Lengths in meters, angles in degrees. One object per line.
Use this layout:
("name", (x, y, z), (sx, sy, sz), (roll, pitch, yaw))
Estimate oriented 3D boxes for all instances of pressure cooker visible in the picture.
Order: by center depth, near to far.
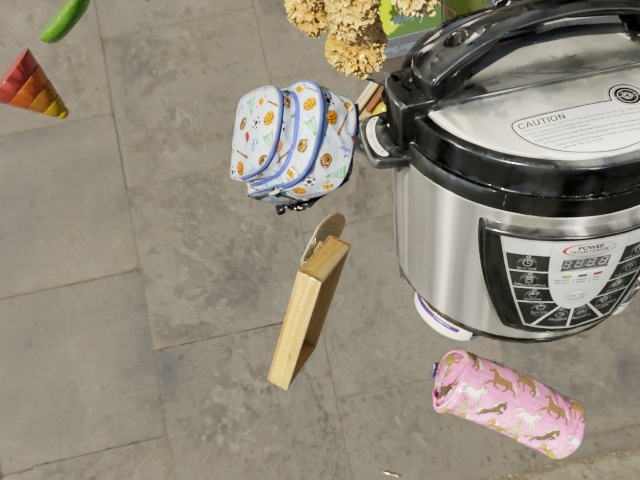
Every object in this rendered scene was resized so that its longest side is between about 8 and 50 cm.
("pressure cooker", (0.268, -0.112, 0.746), (0.375, 0.420, 0.370), (27, 57, 28))

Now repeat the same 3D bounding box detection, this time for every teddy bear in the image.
("teddy bear", (0.023, -0.318, 0.618), (0.113, 0.338, 0.245), (-29, 91, -20))

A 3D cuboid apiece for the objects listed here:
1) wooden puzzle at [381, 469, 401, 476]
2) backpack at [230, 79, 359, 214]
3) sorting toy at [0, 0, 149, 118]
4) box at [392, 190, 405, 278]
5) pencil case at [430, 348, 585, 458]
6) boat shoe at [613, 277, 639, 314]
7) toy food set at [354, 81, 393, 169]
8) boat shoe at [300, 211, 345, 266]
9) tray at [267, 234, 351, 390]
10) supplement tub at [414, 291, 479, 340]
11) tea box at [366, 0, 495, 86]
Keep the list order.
("wooden puzzle", (0.207, 0.676, 1.648), (0.049, 0.083, 0.006), (6, 74, 23))
("backpack", (-0.052, -0.206, 1.169), (0.263, 0.213, 0.277), (-4, 82, 45))
("sorting toy", (-0.448, -0.364, 1.058), (0.365, 0.127, 0.126), (-47, 125, 5))
("box", (0.293, -0.011, 1.190), (0.270, 0.060, 0.216), (6, 119, 26))
("pencil case", (0.462, 0.406, 1.403), (0.386, 0.167, 0.160), (24, 65, -12))
("boat shoe", (0.770, 0.084, 1.422), (0.301, 0.102, 0.108), (-22, 59, -38))
("toy food set", (0.214, -0.341, 1.560), (0.219, 0.306, 0.092), (23, 44, -18))
("boat shoe", (0.000, 0.000, 1.635), (0.068, 0.072, 0.190), (38, 82, -8))
("tray", (-0.036, 0.203, 1.576), (0.076, 0.203, 0.411), (25, 125, 13))
("supplement tub", (0.452, 0.106, 1.685), (0.241, 0.241, 0.331), (30, 119, 5))
("tea box", (0.209, -0.479, 1.130), (0.219, 0.329, 0.324), (0, 93, 36))
